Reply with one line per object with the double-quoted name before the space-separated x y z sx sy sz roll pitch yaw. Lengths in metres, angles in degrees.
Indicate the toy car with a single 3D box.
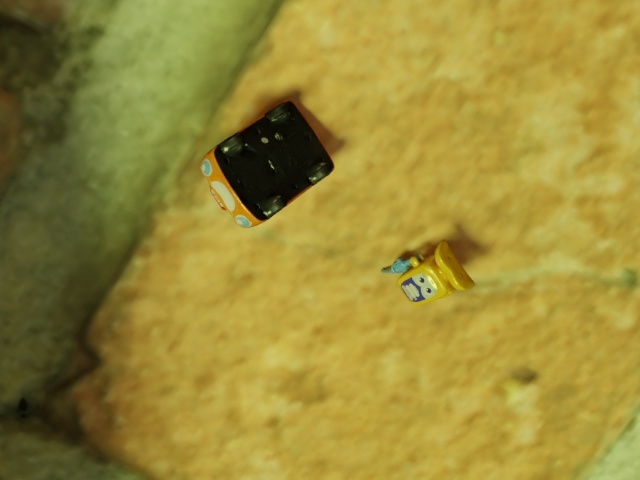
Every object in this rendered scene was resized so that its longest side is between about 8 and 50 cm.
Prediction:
"toy car" 0.000 0.000 0.594 0.122 0.060 0.040 44 135 -18
